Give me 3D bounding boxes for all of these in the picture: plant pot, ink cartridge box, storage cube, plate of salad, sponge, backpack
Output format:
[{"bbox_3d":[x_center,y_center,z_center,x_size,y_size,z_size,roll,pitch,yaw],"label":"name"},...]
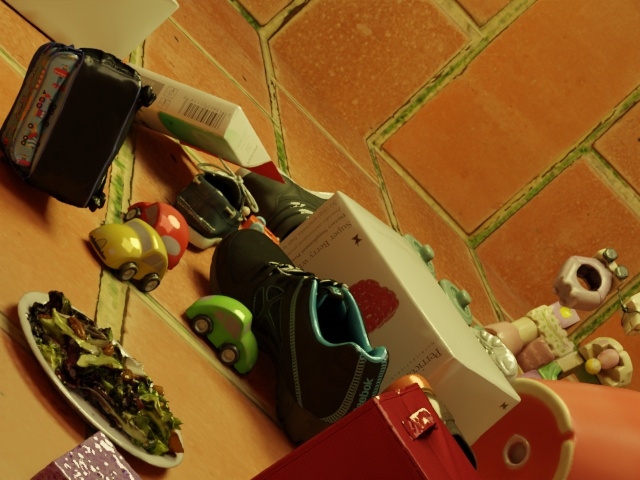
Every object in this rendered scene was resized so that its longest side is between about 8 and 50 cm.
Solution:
[{"bbox_3d":[0.313,0.298,2.341,0.243,0.275,0.275,24,24,-44],"label":"plant pot"},{"bbox_3d":[-0.158,-0.133,2.378,0.181,0.056,0.225,22,-19,23],"label":"ink cartridge box"},{"bbox_3d":[0.040,0.254,1.528,0.193,0.215,0.183,56,11,8],"label":"storage cube"},{"bbox_3d":[-0.182,0.113,1.574,0.200,0.048,0.200,45,12,-12],"label":"plate of salad"},{"bbox_3d":[-0.127,0.241,1.380,0.210,0.031,0.117,49,11,5],"label":"sponge"},{"bbox_3d":[-0.258,-0.126,1.861,0.117,0.158,0.173,24,5,-20],"label":"backpack"}]

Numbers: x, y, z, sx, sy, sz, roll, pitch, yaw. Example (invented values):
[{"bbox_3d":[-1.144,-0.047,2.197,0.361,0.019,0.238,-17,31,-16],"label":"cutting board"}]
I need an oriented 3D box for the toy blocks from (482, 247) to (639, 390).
[{"bbox_3d":[0.330,0.225,2.648,0.260,0.309,0.289,-21,71,-33],"label":"toy blocks"}]

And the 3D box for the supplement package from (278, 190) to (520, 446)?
[{"bbox_3d":[0.068,0.120,2.170,0.175,0.177,0.293,35,16,-50],"label":"supplement package"}]

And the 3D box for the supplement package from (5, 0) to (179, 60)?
[{"bbox_3d":[-0.324,-0.362,2.418,0.194,0.149,0.203,40,14,-36],"label":"supplement package"}]

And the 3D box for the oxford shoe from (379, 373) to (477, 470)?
[{"bbox_3d":[0.126,0.256,2.028,0.098,0.097,0.271,47,-9,34],"label":"oxford shoe"}]

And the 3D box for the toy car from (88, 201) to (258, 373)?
[{"bbox_3d":[-0.138,0.047,1.959,0.225,0.053,0.239,47,11,-2],"label":"toy car"}]

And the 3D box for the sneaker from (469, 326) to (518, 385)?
[{"bbox_3d":[0.159,0.178,2.285,0.115,0.232,0.090,55,48,-30],"label":"sneaker"}]

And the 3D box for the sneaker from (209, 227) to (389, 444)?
[{"bbox_3d":[-0.014,0.081,2.015,0.125,0.140,0.341,4,35,-34],"label":"sneaker"}]

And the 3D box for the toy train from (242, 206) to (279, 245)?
[{"bbox_3d":[-0.070,0.024,2.338,0.125,0.046,0.166,45,8,-10],"label":"toy train"}]

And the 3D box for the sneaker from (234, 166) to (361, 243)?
[{"bbox_3d":[0.000,0.000,2.549,0.295,0.104,0.147,27,24,-47],"label":"sneaker"}]

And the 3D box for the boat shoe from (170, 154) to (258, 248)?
[{"bbox_3d":[-0.131,-0.051,2.262,0.095,0.079,0.254,45,10,4],"label":"boat shoe"}]

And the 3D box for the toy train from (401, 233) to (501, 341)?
[{"bbox_3d":[0.146,0.139,2.480,0.334,0.142,0.190,52,17,-21],"label":"toy train"}]
